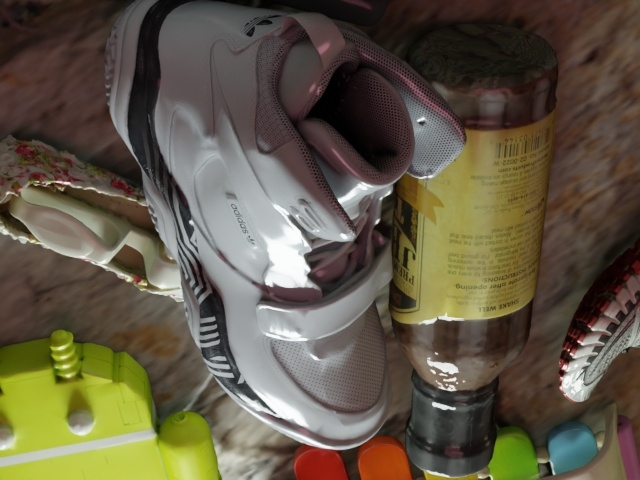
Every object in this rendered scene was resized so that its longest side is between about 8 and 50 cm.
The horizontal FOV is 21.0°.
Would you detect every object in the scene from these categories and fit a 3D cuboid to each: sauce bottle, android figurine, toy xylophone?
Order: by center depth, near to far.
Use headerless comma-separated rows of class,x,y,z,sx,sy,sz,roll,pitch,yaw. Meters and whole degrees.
sauce bottle,0.104,0.018,1.251,0.111,0.111,0.344,-1,119,-5
android figurine,-0.203,0.185,1.355,0.248,0.056,0.273,-9,122,0
toy xylophone,0.115,0.258,1.410,0.322,0.081,0.236,-8,121,-1

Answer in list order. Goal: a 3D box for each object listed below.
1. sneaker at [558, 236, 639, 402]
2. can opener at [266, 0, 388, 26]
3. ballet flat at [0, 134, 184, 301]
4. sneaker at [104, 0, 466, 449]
sneaker,0.261,0.044,1.281,0.092,0.088,0.225,40,112,-3
can opener,-0.088,-0.196,1.115,0.283,0.095,0.076,14,119,-6
ballet flat,-0.139,0.000,1.238,0.241,0.077,0.091,18,116,-16
sneaker,0.000,0.000,1.151,0.137,0.210,0.366,-38,117,-31
